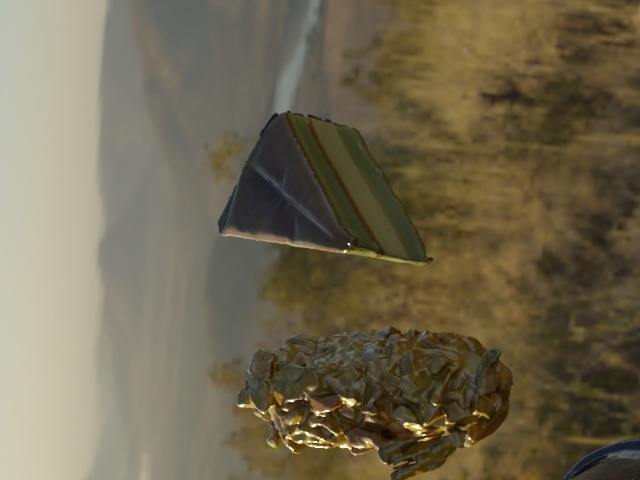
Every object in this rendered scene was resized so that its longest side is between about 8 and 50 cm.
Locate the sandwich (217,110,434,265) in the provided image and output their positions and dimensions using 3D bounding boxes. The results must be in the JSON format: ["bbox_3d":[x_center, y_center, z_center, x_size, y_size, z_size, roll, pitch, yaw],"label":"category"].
[{"bbox_3d":[0.000,0.000,1.115,0.113,0.079,0.163,-60,38,28],"label":"sandwich"}]

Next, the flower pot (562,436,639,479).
[{"bbox_3d":[0.266,0.382,1.531,0.379,0.251,0.380,0,90,56],"label":"flower pot"}]

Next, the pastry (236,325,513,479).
[{"bbox_3d":[0.054,0.140,1.383,0.154,0.250,0.102,-31,-65,-51],"label":"pastry"}]
